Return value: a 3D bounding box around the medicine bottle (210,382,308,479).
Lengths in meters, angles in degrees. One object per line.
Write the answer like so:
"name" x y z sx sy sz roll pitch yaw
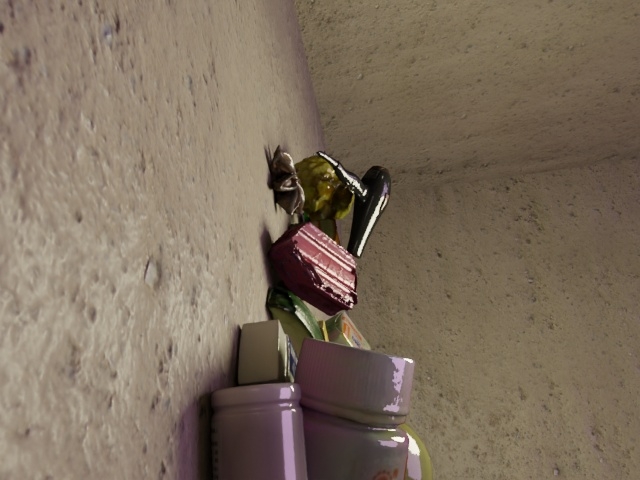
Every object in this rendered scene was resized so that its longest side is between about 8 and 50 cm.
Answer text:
"medicine bottle" -0.081 0.326 0.678 0.133 0.133 0.250 65 17 -70

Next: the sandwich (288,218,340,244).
"sandwich" -0.011 0.072 1.492 0.227 0.155 0.198 -84 165 -64

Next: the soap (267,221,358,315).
"soap" -0.013 0.062 1.250 0.250 0.099 0.162 38 45 -36

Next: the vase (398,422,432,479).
"vase" 0.060 0.477 1.057 0.302 0.329 0.241 61 -17 -20

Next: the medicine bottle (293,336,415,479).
"medicine bottle" 0.027 0.367 0.814 0.219 0.219 0.388 58 41 -75

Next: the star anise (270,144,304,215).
"star anise" -0.092 -0.156 1.409 0.212 0.073 0.197 60 20 -67

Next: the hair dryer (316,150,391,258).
"hair dryer" 0.076 -0.140 1.487 0.359 0.120 0.304 36 71 -45

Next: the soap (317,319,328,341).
"soap" -0.014 0.341 1.447 0.037 0.092 0.252 -82 164 -59

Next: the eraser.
"eraser" -0.081 0.279 0.957 0.279 0.081 0.124 76 9 -47

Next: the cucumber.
"cucumber" -0.049 0.226 1.248 0.145 0.105 0.325 -90 167 -47

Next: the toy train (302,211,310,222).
"toy train" 0.000 0.000 1.831 0.188 0.132 0.243 -95 177 -65

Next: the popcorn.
"popcorn" 0.005 -0.164 1.629 0.251 0.205 0.237 -100 168 -74

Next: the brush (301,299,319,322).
"brush" -0.030 0.234 1.575 0.072 0.067 0.313 71 11 -57

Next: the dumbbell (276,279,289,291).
"dumbbell" -0.082 0.102 1.297 0.046 0.052 0.118 -56 -172 18

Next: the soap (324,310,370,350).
"soap" 0.080 0.388 1.778 0.199 0.138 0.182 54 14 -12
